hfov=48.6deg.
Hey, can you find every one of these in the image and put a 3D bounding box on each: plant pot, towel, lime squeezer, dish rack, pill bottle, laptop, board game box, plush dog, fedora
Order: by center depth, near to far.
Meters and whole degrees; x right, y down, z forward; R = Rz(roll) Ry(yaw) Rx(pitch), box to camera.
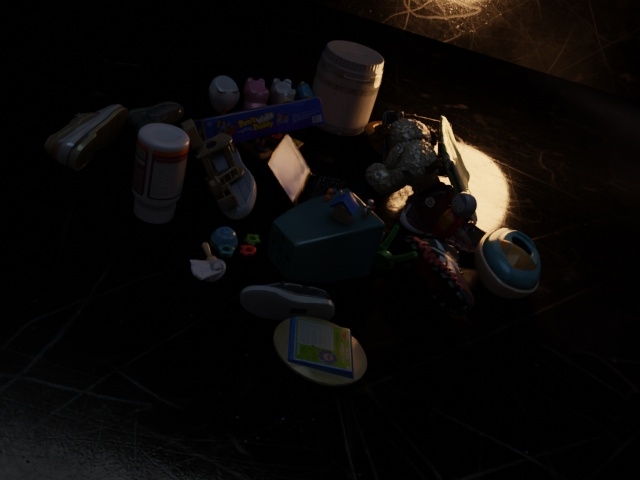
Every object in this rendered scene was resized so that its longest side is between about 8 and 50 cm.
[{"bbox_3d":[-0.388,-0.159,1.701,0.121,0.221,0.121,12,34,-8],"label":"pill bottle"},{"bbox_3d":[0.000,0.000,1.712,0.234,0.166,0.165,-13,44,-34],"label":"plant pot"},{"bbox_3d":[0.177,0.033,1.784,0.110,0.059,0.310,-23,12,3],"label":"lime squeezer"},{"bbox_3d":[-0.003,-0.185,1.998,0.264,0.137,0.234,11,33,6],"label":"laptop"},{"bbox_3d":[-0.197,-0.335,2.025,0.347,0.078,0.233,-17,14,-24],"label":"board game box"},{"bbox_3d":[0.271,-0.268,2.131,0.262,0.210,0.225,2,63,-27],"label":"plush dog"},{"bbox_3d":[0.425,-0.217,2.192,0.038,0.248,0.325,-18,28,19],"label":"towel"},{"bbox_3d":[0.322,-0.304,2.295,0.271,0.208,0.074,4,-1,-35],"label":"dish rack"},{"bbox_3d":[0.236,-0.334,2.389,0.194,0.079,0.194,10,33,-6],"label":"fedora"}]

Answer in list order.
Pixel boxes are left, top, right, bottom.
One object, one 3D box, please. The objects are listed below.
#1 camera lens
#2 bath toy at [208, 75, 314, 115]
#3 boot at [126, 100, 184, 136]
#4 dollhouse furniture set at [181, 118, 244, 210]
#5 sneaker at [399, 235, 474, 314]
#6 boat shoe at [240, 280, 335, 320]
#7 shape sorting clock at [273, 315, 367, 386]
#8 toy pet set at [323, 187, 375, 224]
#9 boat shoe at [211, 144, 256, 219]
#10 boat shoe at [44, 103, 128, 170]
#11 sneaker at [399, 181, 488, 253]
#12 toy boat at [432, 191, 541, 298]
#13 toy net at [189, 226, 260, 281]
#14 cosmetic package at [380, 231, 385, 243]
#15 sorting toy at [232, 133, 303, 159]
[{"bbox_3d":[0.080,-0.505,2.387,0.219,0.274,0.219,12,33,-8],"label":"camera lens"},{"bbox_3d":[-0.198,-0.446,2.310,0.348,0.129,0.151,1,56,-24],"label":"bath toy"},{"bbox_3d":[-0.452,-0.321,2.049,0.189,0.076,0.208,-20,40,-24],"label":"boot"},{"bbox_3d":[-0.243,-0.196,1.725,0.101,0.182,0.161,-25,43,-9],"label":"dollhouse furniture set"},{"bbox_3d":[0.318,0.080,1.797,0.135,0.098,0.276,-6,39,-29],"label":"sneaker"},{"bbox_3d":[-0.076,0.130,1.566,0.219,0.078,0.070,13,33,-22],"label":"boat shoe"},{"bbox_3d":[-0.001,0.229,1.477,0.206,0.040,0.206,13,29,-8],"label":"shape sorting clock"},{"bbox_3d":[0.062,-0.098,1.675,0.122,0.065,0.114,23,39,15],"label":"toy pet set"},{"bbox_3d":[-0.222,-0.143,1.869,0.109,0.094,0.302,-18,41,0],"label":"boat shoe"},{"bbox_3d":[-0.620,-0.299,1.900,0.103,0.113,0.302,25,34,0],"label":"boat shoe"},{"bbox_3d":[0.375,-0.071,1.988,0.281,0.163,0.106,18,33,0],"label":"sneaker"},{"bbox_3d":[0.455,0.011,1.871,0.318,0.148,0.267,36,33,0],"label":"toy boat"},{"bbox_3d":[-0.227,0.042,1.649,0.122,0.045,0.232,22,35,3],"label":"toy net"},{"bbox_3d":[0.113,-0.004,1.876,0.060,0.041,0.115,35,37,26],"label":"cosmetic package"},{"bbox_3d":[-0.169,-0.313,2.197,0.274,0.046,0.132,-18,47,-43],"label":"sorting toy"}]
